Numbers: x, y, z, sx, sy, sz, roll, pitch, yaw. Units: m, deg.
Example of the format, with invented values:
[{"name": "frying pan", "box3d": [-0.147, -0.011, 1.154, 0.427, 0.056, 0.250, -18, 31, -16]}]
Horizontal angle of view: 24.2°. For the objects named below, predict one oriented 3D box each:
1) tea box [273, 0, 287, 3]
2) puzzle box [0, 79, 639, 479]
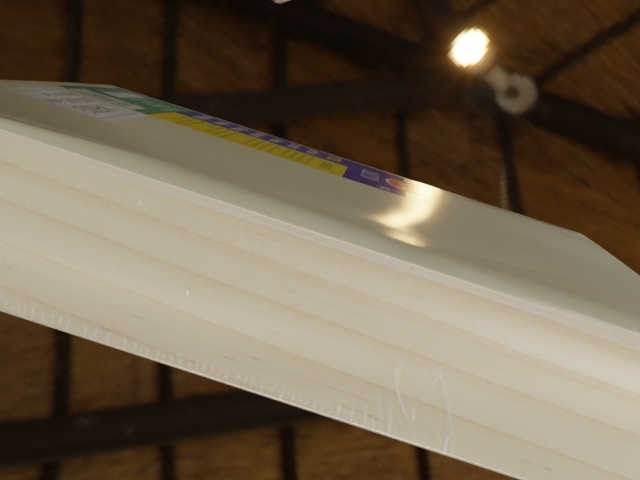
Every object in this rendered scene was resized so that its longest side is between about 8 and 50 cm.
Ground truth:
[{"name": "tea box", "box3d": [0.023, -0.350, 0.875, 0.220, 0.329, 0.323, 28, -54, 32]}, {"name": "puzzle box", "box3d": [0.000, 0.000, 0.602, 0.409, 0.272, 0.052, -65, 172, -84]}]
